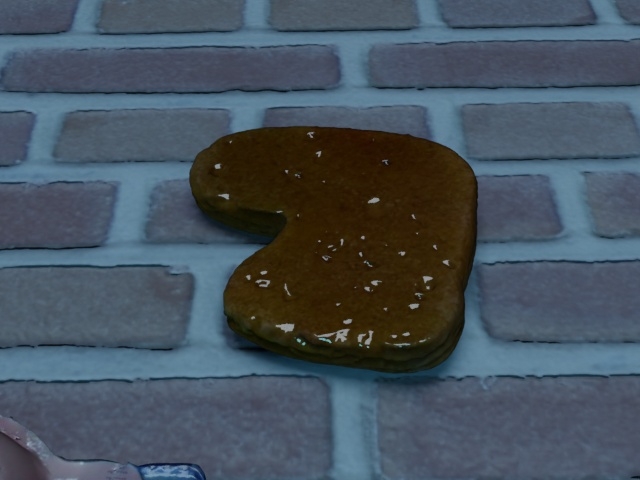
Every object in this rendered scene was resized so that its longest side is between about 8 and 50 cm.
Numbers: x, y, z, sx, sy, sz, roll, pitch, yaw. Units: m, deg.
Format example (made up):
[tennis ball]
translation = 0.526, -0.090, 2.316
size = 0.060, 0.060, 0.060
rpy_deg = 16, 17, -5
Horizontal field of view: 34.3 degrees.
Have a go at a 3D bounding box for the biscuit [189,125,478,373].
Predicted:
[biscuit]
translation = 0.000, 0.001, 0.879
size = 0.262, 0.052, 0.277
rpy_deg = 1, 42, 10

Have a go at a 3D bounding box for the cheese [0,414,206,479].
[cheese]
translation = -0.218, 0.179, 0.666
size = 0.286, 0.074, 0.189
rpy_deg = 0, 42, -4
